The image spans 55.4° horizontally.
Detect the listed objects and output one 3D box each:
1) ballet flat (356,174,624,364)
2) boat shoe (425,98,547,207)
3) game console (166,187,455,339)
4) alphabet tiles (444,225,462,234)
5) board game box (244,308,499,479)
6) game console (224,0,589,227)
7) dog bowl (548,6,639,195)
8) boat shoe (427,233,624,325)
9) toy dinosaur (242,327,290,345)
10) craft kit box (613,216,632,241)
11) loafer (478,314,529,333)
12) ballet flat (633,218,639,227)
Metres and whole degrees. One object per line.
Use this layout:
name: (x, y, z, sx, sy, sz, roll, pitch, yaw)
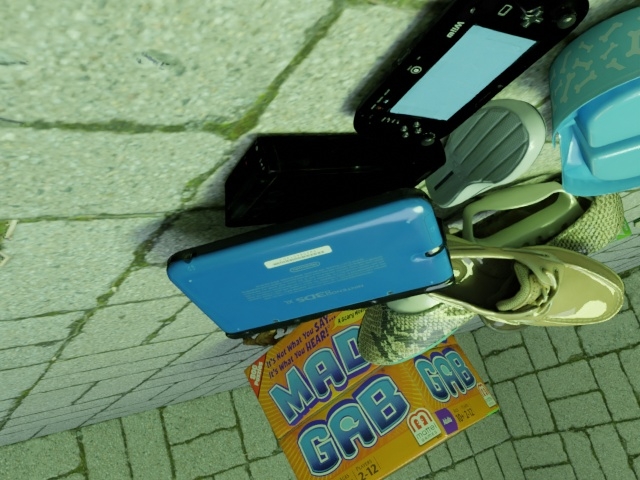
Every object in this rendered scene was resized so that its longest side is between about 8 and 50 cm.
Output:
ballet flat: (0.241, 0.020, 0.962, 0.483, 0.164, 0.182, -30, 133, 6)
boat shoe: (0.182, -0.099, 0.651, 0.076, 0.083, 0.226, -25, 178, -15)
game console: (0.000, 0.000, 0.748, 0.293, 0.173, 0.250, -16, 142, 12)
alphabet tiles: (0.119, 0.039, 1.128, 0.284, 0.021, 0.278, -25, 162, 28)
board game box: (0.121, 0.345, 1.408, 0.356, 0.356, 0.356, -41, 156, 22)
game console: (0.060, -0.104, 0.543, 0.213, 0.044, 0.361, -7, 161, -32)
dog bowl: (0.316, -0.130, 0.616, 0.166, 0.074, 0.297, -17, 160, 21)
boat shoe: (0.274, 0.069, 0.852, 0.341, 0.121, 0.110, 8, -167, -6)
toy dinosaur: (-0.117, 0.222, 1.416, 0.112, 0.064, 0.211, -6, 160, -30)
craft kit box: (0.573, 0.012, 1.454, 0.247, 0.061, 0.250, -5, 160, -45)
loafer: (0.544, 0.120, 1.504, 0.366, 0.134, 0.130, -15, 154, -25)
ballet flat: (0.885, -0.056, 1.548, 0.057, 0.052, 0.168, 0, 157, -47)
